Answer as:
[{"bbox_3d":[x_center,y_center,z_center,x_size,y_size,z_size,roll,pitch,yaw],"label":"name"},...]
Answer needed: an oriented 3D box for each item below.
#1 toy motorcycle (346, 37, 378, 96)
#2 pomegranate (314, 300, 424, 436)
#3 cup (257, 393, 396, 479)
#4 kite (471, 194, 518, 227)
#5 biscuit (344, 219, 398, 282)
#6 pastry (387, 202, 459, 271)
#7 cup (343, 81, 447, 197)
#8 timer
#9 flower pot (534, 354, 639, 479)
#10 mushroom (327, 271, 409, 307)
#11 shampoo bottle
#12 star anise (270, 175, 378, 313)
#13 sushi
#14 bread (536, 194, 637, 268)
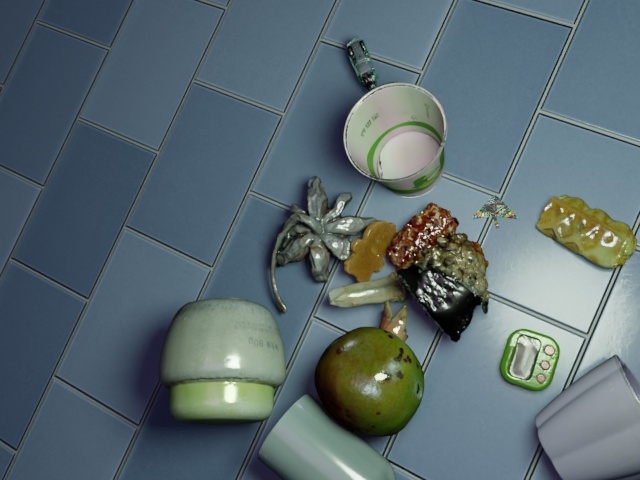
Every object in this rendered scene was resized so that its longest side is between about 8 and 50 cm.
[{"bbox_3d":[0.123,-0.488,1.883,0.058,0.100,0.173,-22,72,12],"label":"toy motorcycle"},{"bbox_3d":[0.150,0.330,1.655,0.323,0.291,0.291,-34,69,-29],"label":"pomegranate"},{"bbox_3d":[0.022,0.556,1.666,0.312,0.205,0.205,36,91,17],"label":"cup"},{"bbox_3d":[0.457,-0.076,1.759,0.122,0.004,0.090,-4,79,15],"label":"kite"},{"bbox_3d":[0.131,0.024,1.775,0.027,0.133,0.184,22,86,53],"label":"biscuit"},{"bbox_3d":[0.265,-0.001,1.756,0.208,0.097,0.115,-42,62,6],"label":"pastry"},{"bbox_3d":[0.209,-0.236,1.720,0.253,0.274,0.253,-3,77,15],"label":"cup"},{"bbox_3d":[0.516,0.293,1.653,0.128,0.047,0.140,17,85,16],"label":"timer"},{"bbox_3d":[0.629,0.427,1.497,0.243,0.265,0.265,-34,73,17],"label":"flower pot"},{"bbox_3d":[0.124,0.133,1.744,0.209,0.071,0.084,-8,66,-14],"label":"mushroom"},{"bbox_3d":[-0.249,0.307,1.724,0.322,0.322,0.318,-4,73,15],"label":"shampoo bottle"},{"bbox_3d":[0.000,0.000,1.807,0.315,0.139,0.360,-10,87,13],"label":"star anise"},{"bbox_3d":[0.328,0.099,1.650,0.218,0.238,0.225,-42,90,-1],"label":"sushi"},{"bbox_3d":[0.662,-0.027,1.655,0.232,0.088,0.128,36,83,24],"label":"bread"}]
